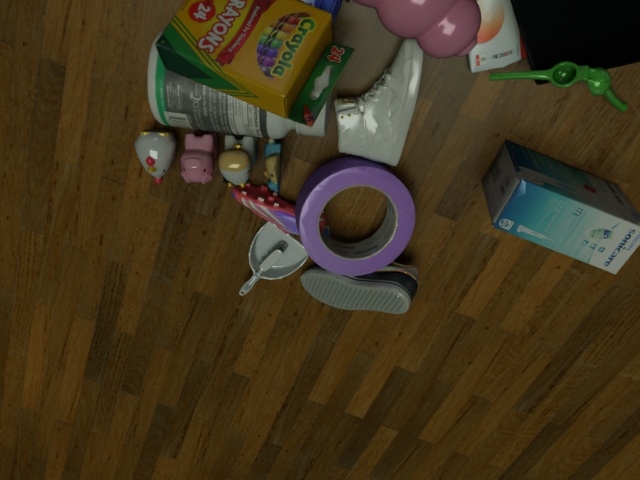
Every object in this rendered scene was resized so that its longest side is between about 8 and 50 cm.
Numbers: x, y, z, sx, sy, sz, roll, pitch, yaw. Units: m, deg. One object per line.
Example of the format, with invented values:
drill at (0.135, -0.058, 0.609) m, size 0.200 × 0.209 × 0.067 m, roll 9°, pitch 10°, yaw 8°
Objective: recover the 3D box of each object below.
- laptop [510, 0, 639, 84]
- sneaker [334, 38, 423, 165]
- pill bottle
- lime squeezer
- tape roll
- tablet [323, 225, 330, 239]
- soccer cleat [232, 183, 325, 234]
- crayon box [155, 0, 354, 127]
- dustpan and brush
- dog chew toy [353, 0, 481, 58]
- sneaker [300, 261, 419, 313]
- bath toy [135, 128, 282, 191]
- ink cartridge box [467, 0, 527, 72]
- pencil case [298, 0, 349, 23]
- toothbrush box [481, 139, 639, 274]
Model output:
laptop at (0.535, -0.532, 1.045) m, size 0.381 × 0.236 × 0.408 m, roll -8°, pitch 96°, yaw 27°
sneaker at (0.115, -0.305, 1.272) m, size 0.169 × 0.108 × 0.293 m, roll 10°, pitch 123°, yaw -2°
pill bottle at (-0.158, -0.325, 1.241) m, size 0.361 × 0.204 × 0.204 m, roll 7°, pitch 122°, yaw 3°
lime squeezer at (0.509, -0.325, 1.196) m, size 0.310 × 0.110 × 0.059 m, roll 10°, pitch 96°, yaw -7°
tape roll at (0.080, -0.057, 1.395) m, size 0.274 × 0.090 × 0.275 m, roll -4°, pitch 116°, yaw -8°
tablet at (0.000, 0.000, 1.530) m, size 0.054 × 0.006 × 0.083 m, roll -3°, pitch 121°, yaw 9°
soccer cleat at (-0.107, -0.065, 1.464) m, size 0.248 × 0.083 × 0.095 m, roll 19°, pitch 122°, yaw -8°
crayon box at (-0.116, -0.364, 1.103) m, size 0.318 × 0.202 × 0.081 m, roll 23°, pitch 162°, yaw 8°
dustpan and brush at (-0.147, 0.068, 1.559) m, size 0.147 × 0.060 × 0.211 m, roll 37°, pitch 119°, yaw -14°
dog chew toy at (0.172, -0.478, 1.098) m, size 0.332 × 0.207 × 0.206 m, roll 42°, pitch 117°, yaw -16°
sneaker at (0.105, 0.104, 1.522) m, size 0.321 × 0.127 × 0.126 m, roll 7°, pitch 134°, yaw 33°
bath toy at (-0.262, -0.185, 1.368) m, size 0.348 × 0.151 × 0.129 m, roll 5°, pitch 106°, yaw 7°
ink cartridge box at (0.385, -0.430, 1.197) m, size 0.179 × 0.045 × 0.145 m, roll -7°, pitch 120°, yaw 15°
pencil case at (-0.091, -0.520, 1.161) m, size 0.306 × 0.119 × 0.133 m, roll 29°, pitch 141°, yaw -10°
toothbrush box at (0.523, -0.078, 1.290) m, size 0.295 × 0.216 × 0.126 m, roll 22°, pitch 122°, yaw -5°
